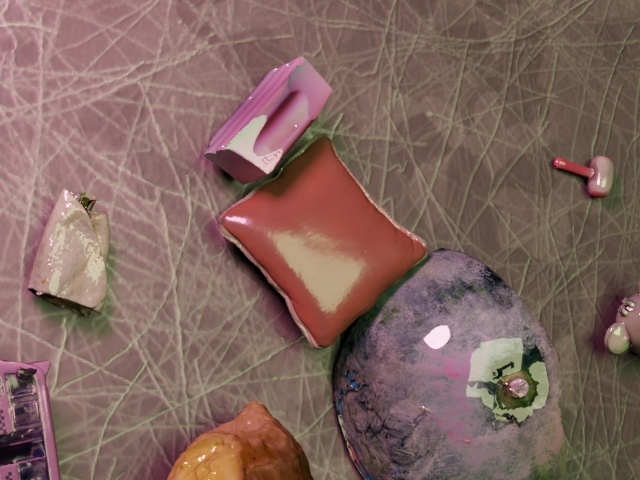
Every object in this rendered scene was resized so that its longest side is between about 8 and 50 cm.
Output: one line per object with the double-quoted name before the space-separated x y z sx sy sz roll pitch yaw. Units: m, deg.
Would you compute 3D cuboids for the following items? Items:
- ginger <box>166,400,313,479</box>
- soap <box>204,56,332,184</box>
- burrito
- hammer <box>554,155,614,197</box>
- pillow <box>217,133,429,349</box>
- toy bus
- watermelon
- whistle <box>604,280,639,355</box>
"ginger" -0.045 0.291 1.245 0.270 0.123 0.219 62 20 -26
"soap" -0.053 -0.122 1.337 0.056 0.100 0.149 46 63 -16
"burrito" -0.236 0.010 1.245 0.074 0.044 0.118 17 76 -29
"hammer" 0.323 -0.085 1.586 0.083 0.031 0.052 16 71 -20
"pillow" 0.000 0.000 1.357 0.171 0.075 0.179 -41 91 -24
"toy bus" -0.289 0.201 1.156 0.108 0.096 0.199 -6 87 -34
"watermelon" 0.144 0.183 1.356 0.188 0.175 0.322 -27 94 -31
"whistle" 0.445 0.134 1.595 0.236 0.077 0.114 35 86 -27
